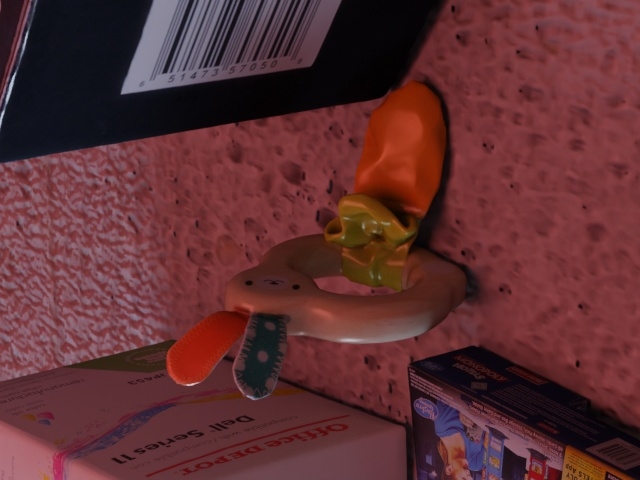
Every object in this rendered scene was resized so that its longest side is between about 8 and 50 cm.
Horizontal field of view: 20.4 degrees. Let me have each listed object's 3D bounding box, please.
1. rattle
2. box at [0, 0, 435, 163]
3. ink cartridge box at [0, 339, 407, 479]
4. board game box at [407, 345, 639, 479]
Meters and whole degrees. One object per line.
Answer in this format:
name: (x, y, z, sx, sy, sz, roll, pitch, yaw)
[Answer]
rattle: (0.000, 0.000, 1.068, 0.130, 0.199, 0.143, 46, 133, 36)
box: (-0.134, -0.273, 1.089, 0.395, 0.293, 0.212, 56, 141, 28)
ink cartridge box: (-0.081, 0.176, 1.214, 0.353, 0.207, 0.119, 15, 112, 49)
board game box: (0.128, 0.188, 1.065, 0.194, 0.060, 0.194, 26, 120, 47)
